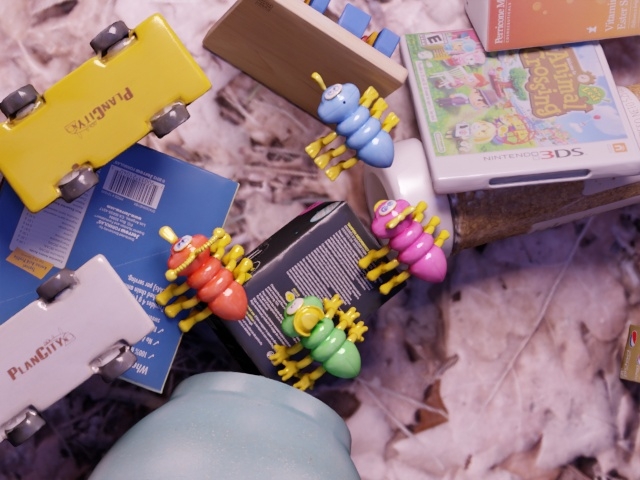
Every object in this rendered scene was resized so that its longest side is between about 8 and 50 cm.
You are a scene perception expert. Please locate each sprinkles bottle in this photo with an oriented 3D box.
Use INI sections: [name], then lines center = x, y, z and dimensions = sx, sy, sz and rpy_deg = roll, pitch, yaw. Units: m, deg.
[sprinkles bottle]
center = 0.224, -0.073, 1.749
dimensions = 0.355, 0.121, 0.121
rpy_deg = -15, 94, -13

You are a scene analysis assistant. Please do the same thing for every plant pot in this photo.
[plant pot]
center = -0.077, 0.241, 1.621
dimensions = 0.293, 0.293, 0.196
rpy_deg = 23, 59, -12

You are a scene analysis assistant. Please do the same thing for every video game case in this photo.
[video game case]
center = 0.185, -0.131, 1.702
dimensions = 0.193, 0.212, 0.023
rpy_deg = -5, 135, -5

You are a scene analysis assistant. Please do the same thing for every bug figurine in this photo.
[bug figurine]
center = 0.000, 0.000, 1.589
dimensions = 0.216, 0.072, 0.279
rpy_deg = 46, 79, -14

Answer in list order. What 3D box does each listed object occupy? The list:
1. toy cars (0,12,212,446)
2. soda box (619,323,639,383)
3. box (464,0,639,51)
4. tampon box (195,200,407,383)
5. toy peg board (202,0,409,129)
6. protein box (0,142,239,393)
[toy cars]
center = -0.212, -0.005, 1.528
dimensions = 0.176, 0.087, 0.394
rpy_deg = 13, 90, -5
[soda box]
center = 0.399, 0.132, 1.822
dimensions = 0.181, 0.061, 0.058
rpy_deg = 12, 89, -13
[box]
center = 0.231, -0.265, 1.728
dimensions = 0.170, 0.091, 0.130
rpy_deg = -8, 128, -8
[tampon box]
center = -0.022, 0.048, 1.691
dimensions = 0.161, 0.120, 0.101
rpy_deg = -38, 99, -10
[toy peg board]
center = -0.004, -0.196, 1.681
dimensions = 0.161, 0.160, 0.079
rpy_deg = 31, 68, -12
[protein box]
center = -0.209, 0.008, 1.638
dimensions = 0.199, 0.136, 0.201
rpy_deg = 21, 86, -13
